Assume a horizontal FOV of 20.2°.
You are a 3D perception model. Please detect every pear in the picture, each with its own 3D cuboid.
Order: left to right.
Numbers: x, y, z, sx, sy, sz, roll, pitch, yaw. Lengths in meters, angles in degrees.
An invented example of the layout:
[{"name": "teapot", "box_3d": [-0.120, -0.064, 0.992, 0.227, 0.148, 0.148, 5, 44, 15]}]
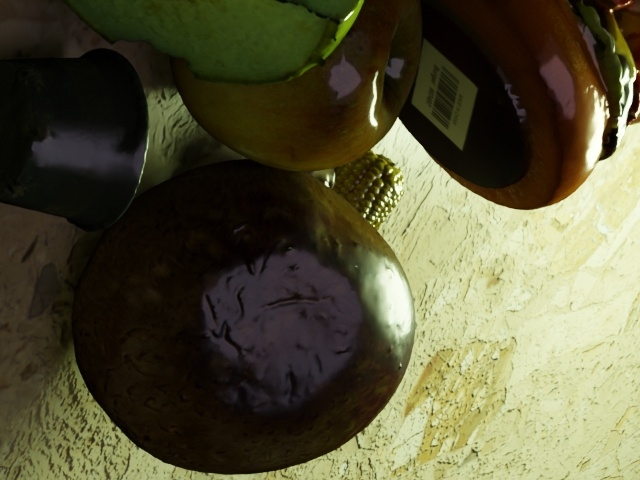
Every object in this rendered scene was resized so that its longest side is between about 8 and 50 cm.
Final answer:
[{"name": "pear", "box_3d": [-0.085, -0.286, 1.491, 0.292, 0.292, 0.159, -43, 177, -22]}]

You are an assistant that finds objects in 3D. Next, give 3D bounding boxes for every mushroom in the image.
[{"name": "mushroom", "box_3d": [-0.073, 0.081, 1.740, 0.345, 0.345, 0.239, -59, -173, 0]}]

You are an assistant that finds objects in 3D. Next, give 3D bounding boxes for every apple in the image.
[{"name": "apple", "box_3d": [-0.024, -0.181, 1.653, 0.237, 0.208, 0.237, 16, 90, -71]}]

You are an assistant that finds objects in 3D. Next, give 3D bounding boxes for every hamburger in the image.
[{"name": "hamburger", "box_3d": [0.209, -0.218, 1.795, 0.250, 0.330, 0.330, -36, 140, -22]}]

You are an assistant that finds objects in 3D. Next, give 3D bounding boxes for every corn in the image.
[{"name": "corn", "box_3d": [0.000, 0.000, 1.909, 0.231, 0.080, 0.080, -49, 144, -10]}]

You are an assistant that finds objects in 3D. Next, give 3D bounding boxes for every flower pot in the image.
[{"name": "flower pot", "box_3d": [-0.230, -0.088, 1.501, 0.107, 0.157, 0.157, 3, 113, -38]}]
